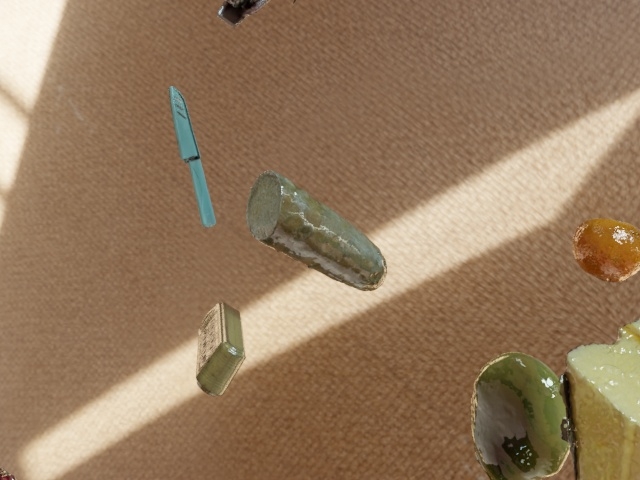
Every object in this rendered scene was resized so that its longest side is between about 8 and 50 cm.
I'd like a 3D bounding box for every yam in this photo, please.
[{"bbox_3d":[0.000,0.000,1.503,0.133,0.330,0.133,-37,35,31],"label":"yam"}]

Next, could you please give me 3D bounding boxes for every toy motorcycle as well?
[{"bbox_3d":[-0.063,-0.329,0.927,0.082,0.122,0.213,33,53,-1],"label":"toy motorcycle"}]

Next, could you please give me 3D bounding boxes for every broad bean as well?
[{"bbox_3d":[0.402,0.371,1.563,0.238,0.119,0.291,14,104,52],"label":"broad bean"}]

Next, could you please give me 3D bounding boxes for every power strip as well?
[{"bbox_3d":[-0.186,0.184,1.415,0.066,0.387,0.092,34,91,-10],"label":"power strip"}]

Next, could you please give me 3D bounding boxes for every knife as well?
[{"bbox_3d":[-0.080,-0.052,0.477,0.005,0.014,0.091,-17,86,48],"label":"knife"}]

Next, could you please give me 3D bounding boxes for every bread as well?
[{"bbox_3d":[0.458,0.335,1.097,0.242,0.345,0.405,32,113,43],"label":"bread"}]

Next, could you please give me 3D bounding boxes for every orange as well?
[{"bbox_3d":[0.535,0.018,1.430,0.135,0.135,0.118,4,85,22],"label":"orange"}]

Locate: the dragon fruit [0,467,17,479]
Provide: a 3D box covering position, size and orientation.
[{"bbox_3d":[-0.467,0.348,0.819,0.329,0.329,0.329,-3,82,21],"label":"dragon fruit"}]
